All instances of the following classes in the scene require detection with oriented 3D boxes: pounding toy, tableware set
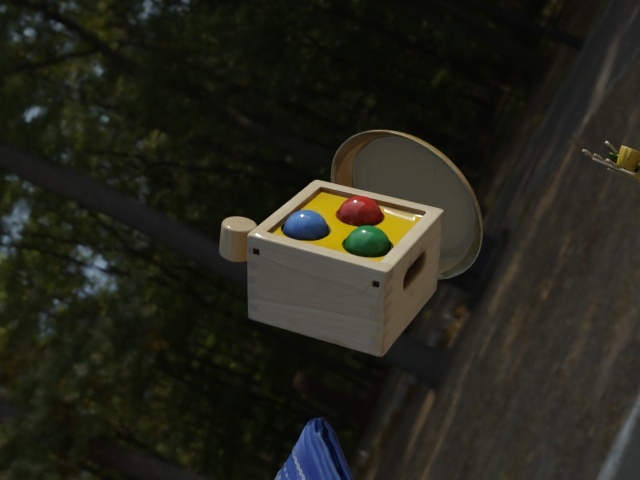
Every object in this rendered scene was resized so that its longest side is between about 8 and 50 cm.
[{"bbox_3d":[-0.001,-0.005,1.009,0.181,0.206,0.094,-43,-39,-53],"label":"pounding toy"},{"bbox_3d":[0.318,-0.070,1.116,0.154,0.104,0.024,10,-76,-65],"label":"tableware set"}]

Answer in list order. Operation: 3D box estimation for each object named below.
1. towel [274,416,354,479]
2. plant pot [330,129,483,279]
[{"bbox_3d":[-0.039,0.347,0.990,0.336,0.040,0.243,-59,36,30],"label":"towel"},{"bbox_3d":[0.119,-0.052,1.530,0.032,0.236,0.236,-44,-17,-36],"label":"plant pot"}]
